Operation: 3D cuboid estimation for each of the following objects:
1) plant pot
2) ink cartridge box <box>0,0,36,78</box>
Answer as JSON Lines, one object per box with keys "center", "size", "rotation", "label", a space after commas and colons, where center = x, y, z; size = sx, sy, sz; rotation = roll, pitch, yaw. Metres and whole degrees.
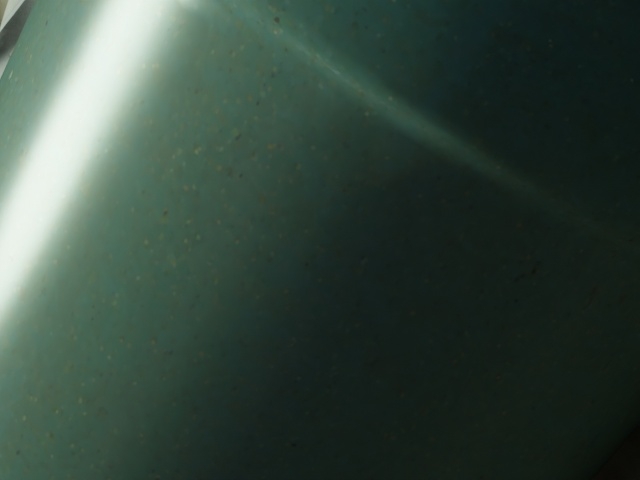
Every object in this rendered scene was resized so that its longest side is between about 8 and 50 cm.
{"center": [0.000, 0.000, 0.667], "size": [0.341, 0.341, 0.334], "rotation": [40, 104, 30], "label": "plant pot"}
{"center": [-0.070, -0.096, 0.887], "size": [0.223, 0.045, 0.224], "rotation": [5, 77, 27], "label": "ink cartridge box"}
